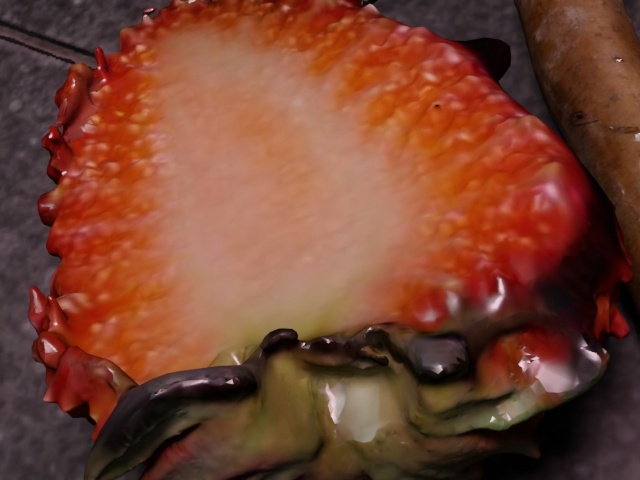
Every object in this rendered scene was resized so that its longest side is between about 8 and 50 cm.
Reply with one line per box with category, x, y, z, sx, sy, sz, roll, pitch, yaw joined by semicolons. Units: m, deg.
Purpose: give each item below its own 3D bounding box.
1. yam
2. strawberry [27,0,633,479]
yam;0.134;-0.041;0.658;0.057;0.057;0.241;-20;53;10
strawberry;0.000;0.000;0.656;0.233;0.137;0.306;-16;36;2
